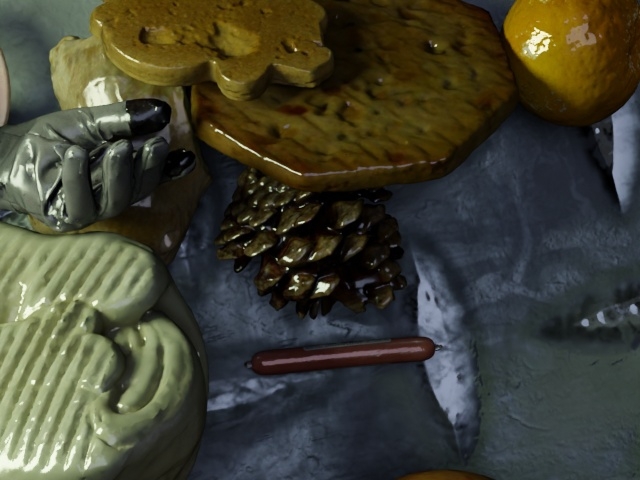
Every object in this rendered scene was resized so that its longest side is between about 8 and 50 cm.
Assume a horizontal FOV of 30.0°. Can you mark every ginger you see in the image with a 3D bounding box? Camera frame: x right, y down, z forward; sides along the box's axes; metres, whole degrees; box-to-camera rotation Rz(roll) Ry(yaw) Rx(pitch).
[{"bbox_3d":[-0.225,-0.099,1.279,0.221,0.130,0.276,-24,82,3],"label":"ginger"}]

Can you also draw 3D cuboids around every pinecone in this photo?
[{"bbox_3d":[-0.005,-0.001,1.264,0.184,0.179,0.204,-7,127,24],"label":"pinecone"}]

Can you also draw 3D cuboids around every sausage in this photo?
[{"bbox_3d":[0.026,0.128,1.330,0.223,0.029,0.029,-5,86,-5],"label":"sausage"}]

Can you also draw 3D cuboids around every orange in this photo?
[{"bbox_3d":[0.277,-0.212,1.311,0.155,0.177,0.178,15,84,21],"label":"orange"}]

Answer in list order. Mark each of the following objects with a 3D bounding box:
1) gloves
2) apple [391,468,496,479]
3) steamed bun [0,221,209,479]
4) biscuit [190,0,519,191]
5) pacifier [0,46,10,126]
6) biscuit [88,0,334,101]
[{"bbox_3d":[-0.241,-0.078,1.164,0.285,0.119,0.142,1,62,34],"label":"gloves"},{"bbox_3d":[0.134,0.435,1.164,0.400,0.333,0.400,0,87,-5],"label":"apple"},{"bbox_3d":[-0.271,0.167,1.178,0.367,0.255,0.342,3,52,20],"label":"steamed bun"},{"bbox_3d":[0.031,-0.175,1.256,0.359,0.046,0.359,0,47,0],"label":"biscuit"},{"bbox_3d":[-0.471,-0.120,1.217,0.332,0.273,0.220,-45,71,-7],"label":"pacifier"},{"bbox_3d":[-0.111,-0.207,1.223,0.249,0.035,0.184,0,47,-11],"label":"biscuit"}]
